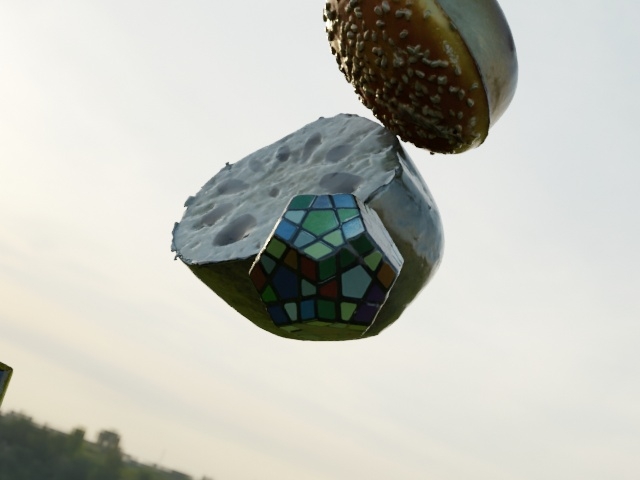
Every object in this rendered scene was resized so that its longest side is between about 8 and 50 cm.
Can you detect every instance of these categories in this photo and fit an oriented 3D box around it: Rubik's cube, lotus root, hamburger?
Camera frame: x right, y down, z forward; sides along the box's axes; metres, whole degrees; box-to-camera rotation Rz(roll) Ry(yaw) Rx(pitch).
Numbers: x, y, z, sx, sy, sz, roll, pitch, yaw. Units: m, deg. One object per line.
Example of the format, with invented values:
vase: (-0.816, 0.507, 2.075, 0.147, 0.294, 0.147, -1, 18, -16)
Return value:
Rubik's cube: (0.005, 0.022, 1.031, 0.133, 0.133, 0.112, 8, 17, 40)
lotus root: (0.000, 0.000, 1.279, 0.272, 0.272, 0.192, 5, -40, 47)
hamburger: (0.097, -0.186, 1.188, 0.237, 0.147, 0.237, 60, -9, 15)

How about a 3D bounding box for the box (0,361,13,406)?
box: (-0.433, 0.235, 1.216, 0.084, 0.193, 0.301, 33, -40, -25)
